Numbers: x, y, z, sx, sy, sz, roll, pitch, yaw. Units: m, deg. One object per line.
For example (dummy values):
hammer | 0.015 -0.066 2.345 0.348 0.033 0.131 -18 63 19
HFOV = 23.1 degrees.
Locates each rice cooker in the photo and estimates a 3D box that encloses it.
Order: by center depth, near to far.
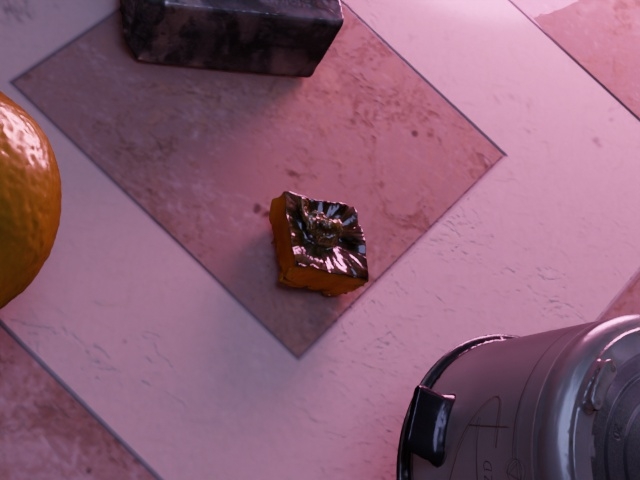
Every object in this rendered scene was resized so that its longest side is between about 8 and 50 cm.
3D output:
rice cooker | 0.189 0.181 1.186 0.281 0.227 0.241 26 64 -30

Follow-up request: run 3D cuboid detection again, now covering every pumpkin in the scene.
pumpkin | 0.000 0.000 1.316 0.074 0.054 0.083 9 52 -26

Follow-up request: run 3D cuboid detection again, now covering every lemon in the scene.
lemon | -0.278 -0.036 1.123 0.187 0.187 0.244 11 54 -20

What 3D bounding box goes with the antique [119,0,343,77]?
antique | -0.083 -0.209 1.386 0.183 0.086 0.088 2 59 -25
